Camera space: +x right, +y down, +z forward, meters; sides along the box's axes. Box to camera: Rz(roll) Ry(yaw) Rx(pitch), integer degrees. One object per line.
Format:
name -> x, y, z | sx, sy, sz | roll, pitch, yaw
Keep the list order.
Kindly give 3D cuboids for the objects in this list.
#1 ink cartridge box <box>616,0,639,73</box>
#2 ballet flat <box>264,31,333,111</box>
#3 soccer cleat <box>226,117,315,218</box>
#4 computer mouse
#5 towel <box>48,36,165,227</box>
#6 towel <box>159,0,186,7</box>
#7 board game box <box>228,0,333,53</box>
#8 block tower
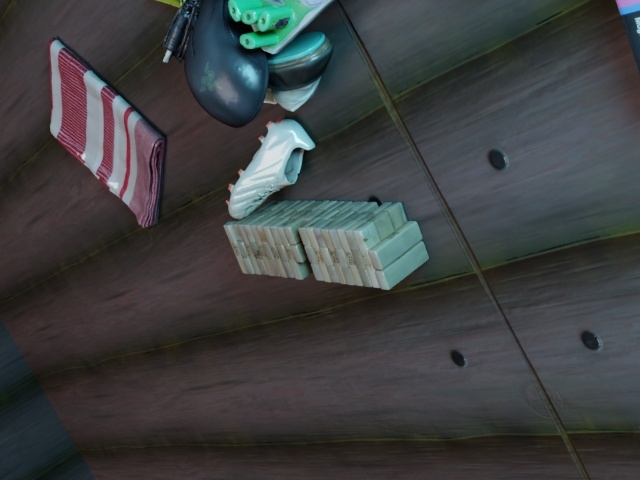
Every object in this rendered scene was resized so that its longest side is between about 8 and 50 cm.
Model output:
ink cartridge box -> 0.401, -0.230, 0.765 | 0.371, 0.069, 0.176 | -6, 112, 51
ballet flat -> -0.056, -0.232, 1.327 | 0.280, 0.095, 0.096 | 21, 143, 55
soccer cleat -> -0.077, -0.093, 1.448 | 0.076, 0.068, 0.196 | 42, 126, 12
computer mouse -> -0.149, -0.256, 1.299 | 0.188, 0.072, 0.272 | -56, 42, 31
towel -> -0.411, -0.200, 1.843 | 0.329, 0.037, 0.237 | 42, 143, 22
towel -> -0.246, -0.462, 1.433 | 0.102, 0.021, 0.237 | 22, 133, 40
board game box -> -0.053, -0.461, 1.074 | 0.390, 0.050, 0.390 | -31, 82, 50
block tower -> 0.000, 0.000, 1.433 | 0.335, 0.097, 0.091 | 3, 119, 49
